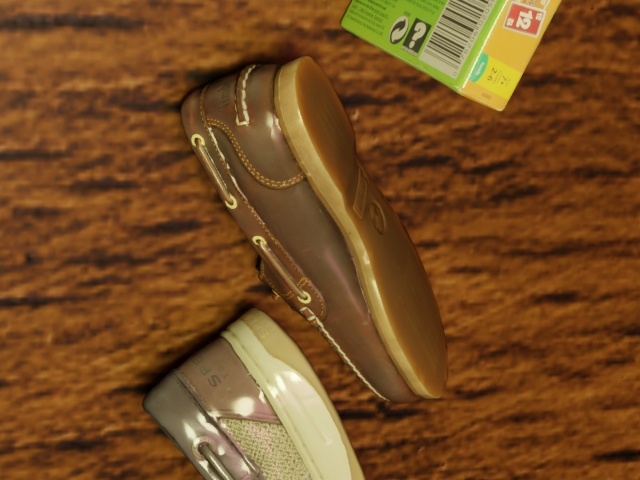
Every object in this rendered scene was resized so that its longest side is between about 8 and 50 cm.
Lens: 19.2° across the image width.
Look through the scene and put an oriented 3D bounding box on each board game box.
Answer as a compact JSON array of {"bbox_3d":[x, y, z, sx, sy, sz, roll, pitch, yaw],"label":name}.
[{"bbox_3d":[0.105,-0.197,0.887,0.039,0.124,0.259,20,100,-32],"label":"board game box"}]

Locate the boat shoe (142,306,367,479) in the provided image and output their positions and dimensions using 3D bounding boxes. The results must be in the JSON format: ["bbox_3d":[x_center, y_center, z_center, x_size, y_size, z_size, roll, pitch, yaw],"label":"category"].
[{"bbox_3d":[-0.009,0.172,0.994,0.092,0.103,0.285,-26,115,-9],"label":"boat shoe"}]

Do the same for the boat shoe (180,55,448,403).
[{"bbox_3d":[0.000,0.000,0.952,0.073,0.073,0.207,-15,118,22],"label":"boat shoe"}]
